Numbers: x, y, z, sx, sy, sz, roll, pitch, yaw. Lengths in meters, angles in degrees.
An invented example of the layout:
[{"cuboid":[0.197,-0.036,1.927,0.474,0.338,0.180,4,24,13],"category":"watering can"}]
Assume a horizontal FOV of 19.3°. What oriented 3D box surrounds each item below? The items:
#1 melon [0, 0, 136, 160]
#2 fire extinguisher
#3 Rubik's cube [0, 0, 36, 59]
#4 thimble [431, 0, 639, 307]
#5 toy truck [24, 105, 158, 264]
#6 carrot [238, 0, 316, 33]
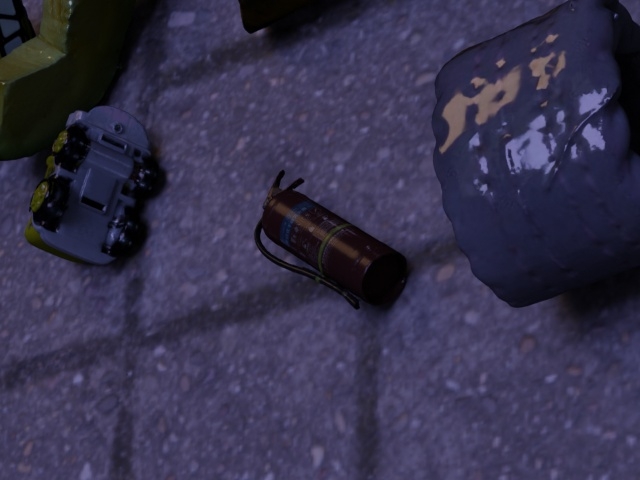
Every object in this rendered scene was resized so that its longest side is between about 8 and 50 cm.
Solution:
[{"cuboid":[-0.191,-0.152,1.364,0.064,0.118,0.209,27,106,40],"category":"melon"},{"cuboid":[0.000,0.000,1.176,0.056,0.039,0.132,-52,44,-7],"category":"fire extinguisher"},{"cuboid":[-0.274,-0.144,1.431,0.133,0.133,0.112,-17,30,33],"category":"Rubik's cube"},{"cuboid":[0.136,-0.049,1.021,0.118,0.127,0.151,-21,58,29],"category":"thimble"},{"cuboid":[-0.165,-0.039,1.319,0.077,0.076,0.111,-10,59,59],"category":"toy truck"},{"cuboid":[0.003,-0.208,1.253,0.173,0.082,0.082,-28,52,23],"category":"carrot"}]
